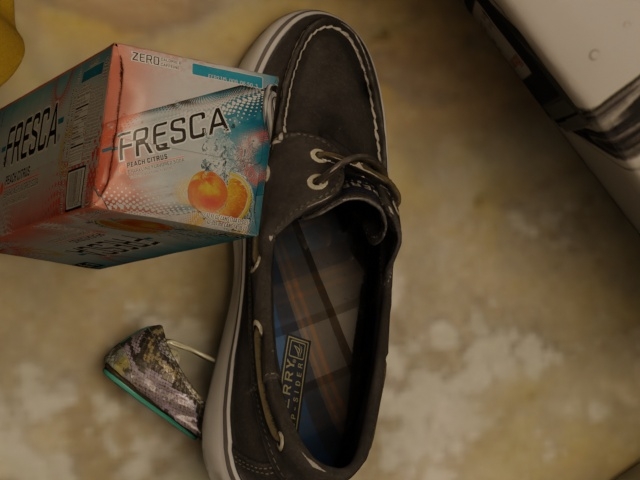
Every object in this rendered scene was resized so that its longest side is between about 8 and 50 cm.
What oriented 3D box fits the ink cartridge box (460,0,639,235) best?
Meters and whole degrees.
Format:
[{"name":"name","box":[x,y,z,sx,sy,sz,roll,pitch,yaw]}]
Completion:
[{"name":"ink cartridge box","box":[0.197,-0.165,0.765,0.285,0.166,0.395,-38,102,4]}]

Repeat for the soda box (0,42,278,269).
[{"name":"soda box","box":[-0.080,-0.027,0.675,0.063,0.183,0.058,10,82,-24]}]

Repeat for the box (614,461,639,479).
[{"name":"box","box":[0.220,0.132,0.838,0.275,0.094,0.113,-32,99,-22]}]

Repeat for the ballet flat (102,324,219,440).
[{"name":"ballet flat","box":[-0.040,0.077,0.760,0.114,0.041,0.041,44,71,-13]}]

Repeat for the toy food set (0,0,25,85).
[{"name":"toy food set","box":[-0.211,-0.133,0.698,0.218,0.071,0.128,50,46,-14]}]

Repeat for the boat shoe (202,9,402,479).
[{"name":"boat shoe","box":[0.000,0.000,0.745,0.080,0.076,0.228,21,64,-25]}]
